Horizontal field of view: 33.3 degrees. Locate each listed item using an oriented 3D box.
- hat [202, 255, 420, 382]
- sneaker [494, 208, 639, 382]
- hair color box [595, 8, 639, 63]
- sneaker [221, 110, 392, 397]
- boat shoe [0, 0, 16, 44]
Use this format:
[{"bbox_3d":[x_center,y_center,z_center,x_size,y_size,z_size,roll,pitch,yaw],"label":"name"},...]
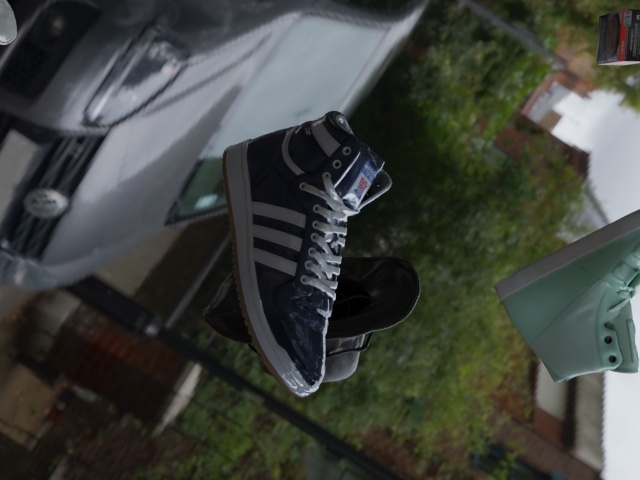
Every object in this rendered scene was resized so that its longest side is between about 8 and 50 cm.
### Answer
[{"bbox_3d":[-0.005,0.126,1.534,0.331,0.331,0.134,-65,150,-68],"label":"hat"},{"bbox_3d":[0.329,0.053,1.122,0.256,0.151,0.094,-30,171,19],"label":"sneaker"},{"bbox_3d":[0.415,-0.278,1.471,0.141,0.043,0.072,-74,166,-83],"label":"hair color box"},{"bbox_3d":[0.000,0.000,1.032,0.153,0.282,0.099,-22,151,16],"label":"sneaker"},{"bbox_3d":[-0.433,-0.307,1.365,0.046,0.125,0.038,-43,-139,-14],"label":"boat shoe"}]
